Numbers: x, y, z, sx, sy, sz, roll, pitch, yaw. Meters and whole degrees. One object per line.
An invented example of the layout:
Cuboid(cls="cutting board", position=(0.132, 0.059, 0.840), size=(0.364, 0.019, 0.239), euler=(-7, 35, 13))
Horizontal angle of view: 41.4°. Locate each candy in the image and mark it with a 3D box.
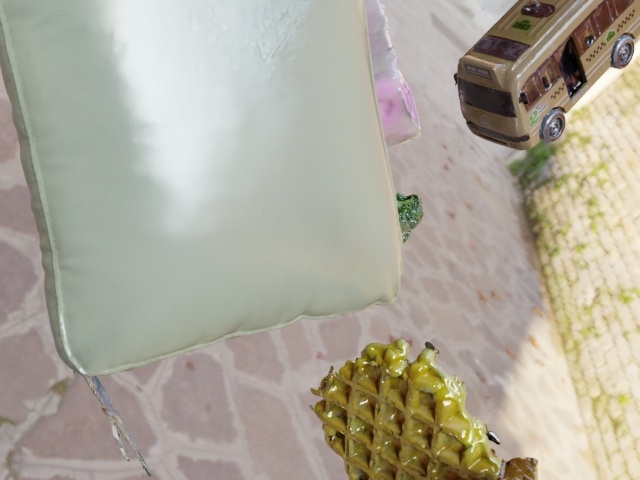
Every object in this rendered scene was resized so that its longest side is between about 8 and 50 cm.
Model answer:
Cuboid(cls="candy", position=(-0.033, -0.151, 0.935), size=(0.156, 0.265, 0.116), euler=(-96, 168, -45))

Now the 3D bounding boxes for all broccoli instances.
Cuboid(cls="broccoli", position=(0.111, -0.050, 1.678), size=(0.195, 0.195, 0.156), euler=(-5, 81, -60))

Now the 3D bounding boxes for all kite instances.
Cuboid(cls="kite", position=(-0.449, 0.350, 1.771), size=(0.368, 0.014, 0.406), euler=(40, -22, 58))

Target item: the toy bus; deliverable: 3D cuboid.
Cuboid(cls="toy bus", position=(0.326, -0.273, 1.217), size=(0.139, 0.289, 0.157), euler=(33, -17, 47))

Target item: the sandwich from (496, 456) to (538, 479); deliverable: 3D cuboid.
Cuboid(cls="sandwich", position=(0.301, 0.460, 1.316), size=(0.214, 0.065, 0.186), euler=(-22, 110, -70))

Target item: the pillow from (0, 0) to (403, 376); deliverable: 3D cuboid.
Cuboid(cls="pillow", position=(-0.072, -0.093, 0.543), size=(0.255, 0.119, 0.322), euler=(-12, 98, -24))

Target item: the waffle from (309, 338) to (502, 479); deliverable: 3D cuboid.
Cuboid(cls="waffle", position=(0.155, 0.379, 1.601), size=(0.095, 0.379, 0.382), euler=(-30, 82, -45))
